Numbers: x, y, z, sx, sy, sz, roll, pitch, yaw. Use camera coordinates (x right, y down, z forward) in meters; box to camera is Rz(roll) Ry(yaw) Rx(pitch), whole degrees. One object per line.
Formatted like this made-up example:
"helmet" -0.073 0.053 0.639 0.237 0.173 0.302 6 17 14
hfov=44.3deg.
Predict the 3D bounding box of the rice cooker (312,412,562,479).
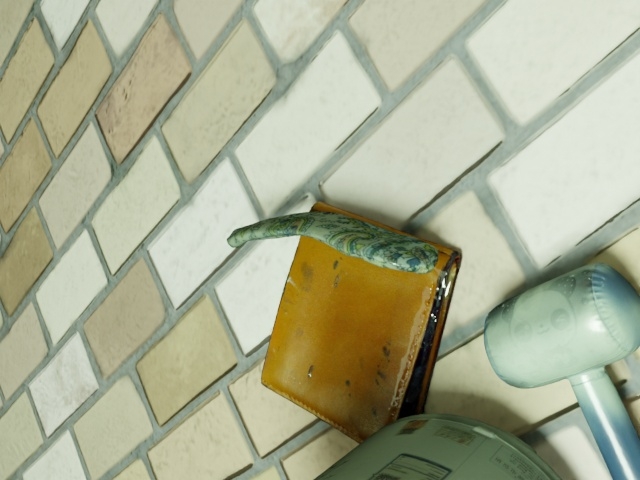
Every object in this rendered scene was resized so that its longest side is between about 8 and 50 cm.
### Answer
"rice cooker" 0.064 0.262 0.557 0.280 0.227 0.241 24 114 27

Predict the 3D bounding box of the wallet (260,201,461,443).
"wallet" 0.034 0.077 0.715 0.161 0.042 0.196 22 105 32

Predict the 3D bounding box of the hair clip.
"hair clip" 0.000 -0.002 0.676 0.229 0.066 0.036 7 111 40

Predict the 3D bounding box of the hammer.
"hammer" 0.196 0.120 0.552 0.116 0.069 0.194 -31 79 40
